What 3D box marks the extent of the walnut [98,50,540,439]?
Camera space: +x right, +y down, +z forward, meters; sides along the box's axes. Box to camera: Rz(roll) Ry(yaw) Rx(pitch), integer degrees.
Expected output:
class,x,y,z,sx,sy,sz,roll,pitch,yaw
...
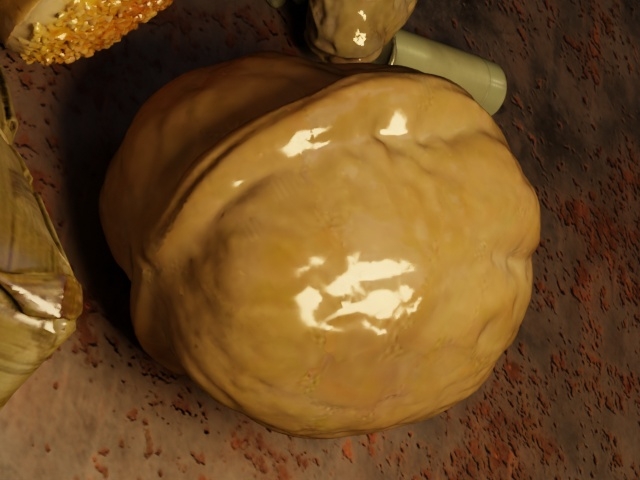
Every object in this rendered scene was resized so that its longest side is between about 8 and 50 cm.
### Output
class,x,y,z,sx,sy,sz,roll,pitch,yaw
walnut,0.000,0.000,1.656,0.381,0.381,0.381,26,53,-41

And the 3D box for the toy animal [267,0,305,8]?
class,x,y,z,sx,sy,sz,roll,pitch,yaw
toy animal,-0.067,-0.362,1.960,0.108,0.138,0.236,-70,151,-52

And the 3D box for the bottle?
class,x,y,z,sx,sy,sz,roll,pitch,yaw
bottle,0.118,-0.184,2.101,0.201,0.072,0.072,12,63,-47

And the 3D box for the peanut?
class,x,y,z,sx,sy,sz,roll,pitch,yaw
peanut,0.054,-0.308,1.996,0.130,0.130,0.290,34,56,-36

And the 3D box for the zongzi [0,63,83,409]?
class,x,y,z,sx,sy,sz,roll,pitch,yaw
zongzi,-0.445,-0.095,1.341,0.500,0.218,0.467,17,29,-34

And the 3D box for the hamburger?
class,x,y,z,sx,sy,sz,roll,pitch,yaw
hamburger,-0.168,-0.272,1.622,0.170,0.302,0.302,43,41,-6
